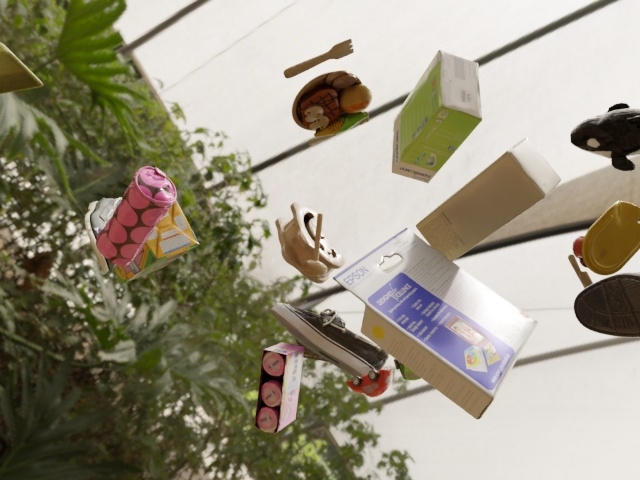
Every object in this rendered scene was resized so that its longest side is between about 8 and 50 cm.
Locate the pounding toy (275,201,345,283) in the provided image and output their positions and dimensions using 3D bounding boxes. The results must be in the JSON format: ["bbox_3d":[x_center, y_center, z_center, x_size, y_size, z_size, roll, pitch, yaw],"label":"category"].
[{"bbox_3d":[0.000,0.000,1.530,0.154,0.155,0.270,28,31,-35],"label":"pounding toy"}]

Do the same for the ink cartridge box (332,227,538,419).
[{"bbox_3d":[0.202,0.125,1.057,0.307,0.303,0.072,35,-58,18],"label":"ink cartridge box"}]

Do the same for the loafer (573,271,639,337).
[{"bbox_3d":[0.570,0.090,0.981,0.302,0.095,0.109,-26,-109,47],"label":"loafer"}]

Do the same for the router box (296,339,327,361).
[{"bbox_3d":[0.001,0.275,1.592,0.122,0.038,0.092,4,-45,26],"label":"router box"}]

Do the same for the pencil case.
[{"bbox_3d":[-0.335,-0.046,1.100,0.095,0.209,0.098,35,40,-17],"label":"pencil case"}]

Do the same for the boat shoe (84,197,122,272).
[{"bbox_3d":[-0.480,-0.027,1.408,0.319,0.099,0.116,-131,-152,-62],"label":"boat shoe"}]

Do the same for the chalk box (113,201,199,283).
[{"bbox_3d":[-0.558,0.011,1.899,0.289,0.180,0.179,-29,-91,41],"label":"chalk box"}]

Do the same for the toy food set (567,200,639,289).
[{"bbox_3d":[0.627,0.006,1.358,0.128,0.218,0.071,48,-6,-15],"label":"toy food set"}]

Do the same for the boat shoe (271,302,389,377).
[{"bbox_3d":[0.023,0.223,1.468,0.306,0.105,0.113,29,-22,23],"label":"boat shoe"}]

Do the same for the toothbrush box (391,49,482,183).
[{"bbox_3d":[0.301,-0.323,1.614,0.283,0.122,0.206,126,-25,-53],"label":"toothbrush box"}]

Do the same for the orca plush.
[{"bbox_3d":[0.686,-0.221,1.269,0.287,0.151,0.102,18,-7,8],"label":"orca plush"}]

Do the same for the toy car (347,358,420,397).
[{"bbox_3d":[0.175,0.258,1.196,0.225,0.239,0.053,89,-15,-71],"label":"toy car"}]

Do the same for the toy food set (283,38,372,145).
[{"bbox_3d":[0.019,-0.216,0.961,0.192,0.132,0.039,64,2,-60],"label":"toy food set"}]

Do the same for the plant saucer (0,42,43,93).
[{"bbox_3d":[-0.717,-0.363,1.281,0.188,0.188,0.045,131,-53,-82],"label":"plant saucer"}]

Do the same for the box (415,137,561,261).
[{"bbox_3d":[0.321,-0.071,1.190,0.113,0.094,0.275,53,-43,4],"label":"box"}]

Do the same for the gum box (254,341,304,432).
[{"bbox_3d":[-0.095,0.339,1.394,0.107,0.062,0.188,0,97,-71],"label":"gum box"}]
